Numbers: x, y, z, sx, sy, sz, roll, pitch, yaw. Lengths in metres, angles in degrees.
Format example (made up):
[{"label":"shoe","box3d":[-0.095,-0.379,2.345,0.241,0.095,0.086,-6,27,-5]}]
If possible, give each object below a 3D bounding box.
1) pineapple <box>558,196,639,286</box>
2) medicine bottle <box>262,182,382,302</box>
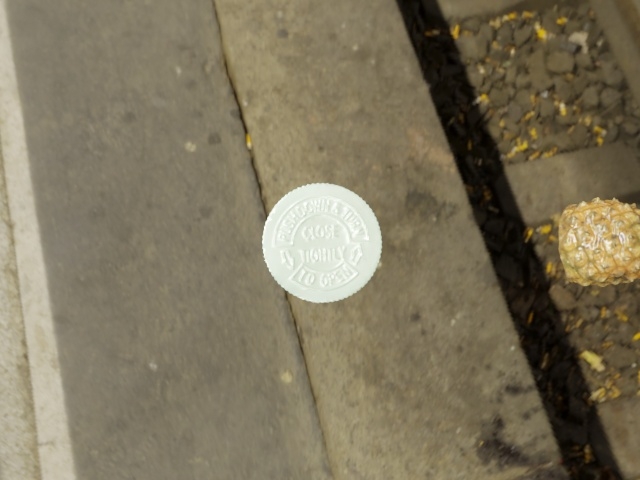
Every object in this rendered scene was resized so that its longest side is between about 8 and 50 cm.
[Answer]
[{"label":"pineapple","box3d":[0.447,0.000,1.231,0.248,0.128,0.128,-2,64,24]},{"label":"medicine bottle","box3d":[0.000,0.000,1.334,0.158,0.318,0.158,0,92,-2]}]
